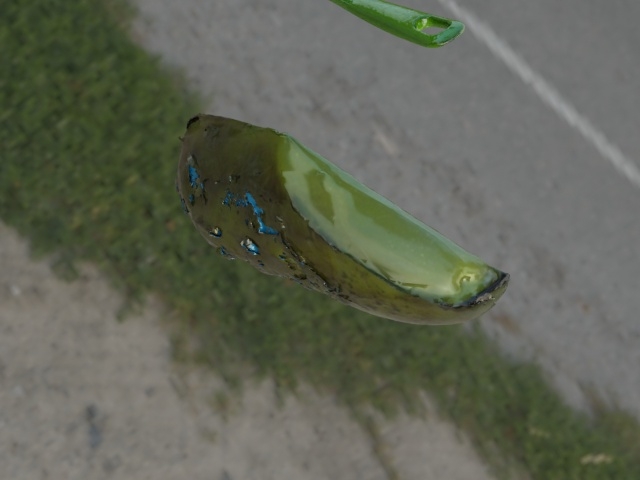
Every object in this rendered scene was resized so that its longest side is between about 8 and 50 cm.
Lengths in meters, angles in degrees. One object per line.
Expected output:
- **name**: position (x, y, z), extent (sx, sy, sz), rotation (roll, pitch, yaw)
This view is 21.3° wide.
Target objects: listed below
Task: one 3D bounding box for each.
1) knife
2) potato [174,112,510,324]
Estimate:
- **knife**: position (0.026, -0.156, 1.063), extent (0.166, 0.078, 0.022), rotation (33, -28, 33)
- **potato**: position (0.000, 0.000, 0.867), extent (0.198, 0.054, 0.119), rotation (28, -18, 17)
